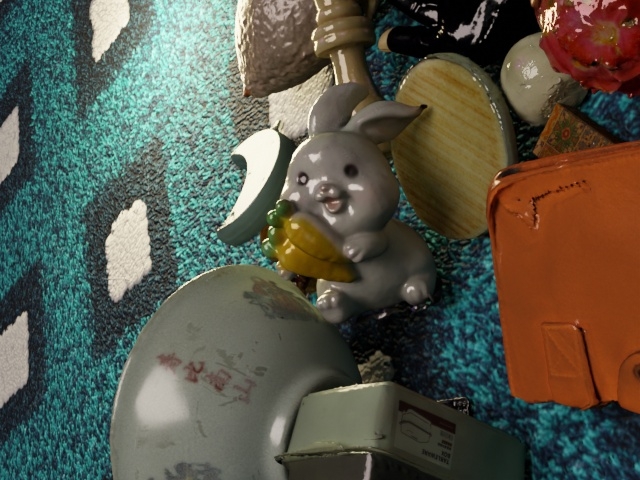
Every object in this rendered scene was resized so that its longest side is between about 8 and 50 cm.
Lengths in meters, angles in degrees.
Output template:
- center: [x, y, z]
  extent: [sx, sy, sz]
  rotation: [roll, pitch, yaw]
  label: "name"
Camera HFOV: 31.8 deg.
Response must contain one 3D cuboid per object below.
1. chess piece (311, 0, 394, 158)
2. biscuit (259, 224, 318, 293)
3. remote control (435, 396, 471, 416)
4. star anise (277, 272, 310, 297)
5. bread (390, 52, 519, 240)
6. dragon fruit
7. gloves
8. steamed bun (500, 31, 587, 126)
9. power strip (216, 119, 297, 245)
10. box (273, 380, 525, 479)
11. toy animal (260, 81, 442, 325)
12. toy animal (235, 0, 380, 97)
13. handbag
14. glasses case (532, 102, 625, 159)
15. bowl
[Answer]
- center: [0.037, -0.314, 1.717]
  extent: [0.117, 0.117, 0.396]
  rotation: [-16, 86, 52]
  label: "chess piece"
- center: [0.004, -0.009, 1.838]
  extent: [0.320, 0.047, 0.183]
  rotation: [-18, 68, 51]
  label: "biscuit"
- center: [0.173, 0.239, 1.553]
  extent: [0.096, 0.014, 0.039]
  rotation: [-18, 66, 50]
  label: "remote control"
- center: [-0.025, 0.018, 1.768]
  extent: [0.190, 0.070, 0.097]
  rotation: [133, 146, -52]
  label: "star anise"
- center: [0.185, -0.129, 1.554]
  extent: [0.267, 0.041, 0.266]
  rotation: [32, 129, 49]
  label: "bread"
- center: [0.362, -0.279, 1.286]
  extent: [0.205, 0.210, 0.268]
  rotation: [14, 53, 35]
  label: "dragon fruit"
- center: [0.172, -0.339, 1.598]
  extent: [0.301, 0.152, 0.197]
  rotation: [31, 101, 28]
  label: "gloves"
- center: [0.286, -0.217, 1.462]
  extent: [0.130, 0.091, 0.112]
  rotation: [-52, 41, 33]
  label: "steamed bun"
- center: [-0.105, -0.115, 1.968]
  extent: [0.168, 0.054, 0.253]
  rotation: [-32, 34, 34]
  label: "power strip"
- center: [0.105, 0.296, 1.400]
  extent: [0.221, 0.291, 0.166]
  rotation: [-17, 52, 51]
  label: "box"
- center: [0.051, -0.043, 1.559]
  extent: [0.183, 0.247, 0.310]
  rotation: [-3, 119, 37]
  label: "toy animal"
- center: [-0.038, -0.390, 1.885]
  extent: [0.358, 0.188, 0.226]
  rotation: [-65, 31, 19]
  label: "toy animal"
- center: [0.361, 0.043, 1.203]
  extent: [0.410, 0.116, 0.303]
  rotation: [-6, 92, 54]
  label: "handbag"
- center: [0.350, -0.085, 1.368]
  extent: [0.218, 0.049, 0.075]
  rotation: [50, 124, 48]
  label: "glasses case"
- center: [-0.059, 0.257, 1.555]
  extent: [0.196, 0.435, 0.434]
  rotation: [9, 87, 41]
  label: "bowl"
